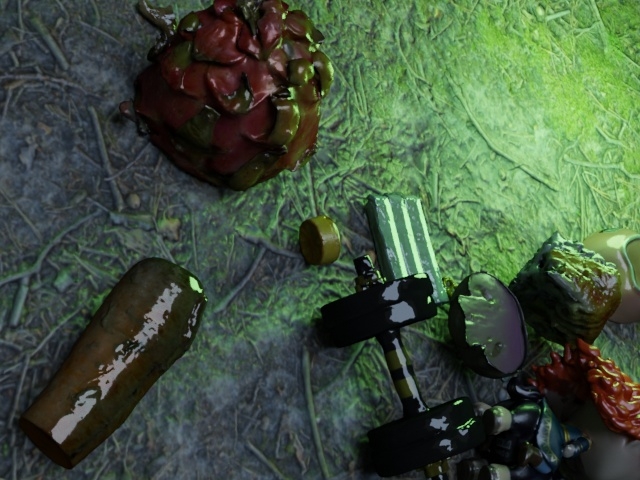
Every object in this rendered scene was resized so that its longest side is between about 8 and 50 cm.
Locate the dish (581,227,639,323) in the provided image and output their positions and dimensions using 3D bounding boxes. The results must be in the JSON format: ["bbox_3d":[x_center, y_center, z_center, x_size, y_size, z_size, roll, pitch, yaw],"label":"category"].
[{"bbox_3d":[0.637,0.063,1.991,0.213,0.090,0.213,14,64,-30],"label":"dish"}]

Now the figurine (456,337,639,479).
[{"bbox_3d":[0.427,0.355,1.658,0.411,0.241,0.306,-24,82,-28],"label":"figurine"}]

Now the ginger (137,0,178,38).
[{"bbox_3d":[-0.253,-0.365,1.575,0.097,0.030,0.048,44,54,-15],"label":"ginger"}]

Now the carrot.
[{"bbox_3d":[-0.272,0.156,1.291,0.139,0.138,0.302,46,62,-11],"label":"carrot"}]

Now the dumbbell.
[{"bbox_3d":[0.129,0.207,1.514,0.185,0.185,0.388,-13,80,-38],"label":"dumbbell"}]

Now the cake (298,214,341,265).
[{"bbox_3d":[0.000,0.000,1.573,0.044,0.084,0.084,-10,77,-31],"label":"cake"}]

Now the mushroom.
[{"bbox_3d":[0.283,0.158,1.677,0.141,0.117,0.188,-1,61,-20],"label":"mushroom"}]

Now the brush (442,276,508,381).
[{"bbox_3d":[0.290,0.153,1.762,0.218,0.010,0.082,50,52,-7],"label":"brush"}]

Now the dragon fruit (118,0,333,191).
[{"bbox_3d":[-0.102,-0.236,1.478,0.296,0.263,0.314,51,51,-10],"label":"dragon fruit"}]

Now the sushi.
[{"bbox_3d":[0.441,0.093,1.741,0.184,0.274,0.139,34,65,16],"label":"sushi"}]

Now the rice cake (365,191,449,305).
[{"bbox_3d":[0.151,0.015,1.700,0.124,0.038,0.211,0,72,-36],"label":"rice cake"}]
